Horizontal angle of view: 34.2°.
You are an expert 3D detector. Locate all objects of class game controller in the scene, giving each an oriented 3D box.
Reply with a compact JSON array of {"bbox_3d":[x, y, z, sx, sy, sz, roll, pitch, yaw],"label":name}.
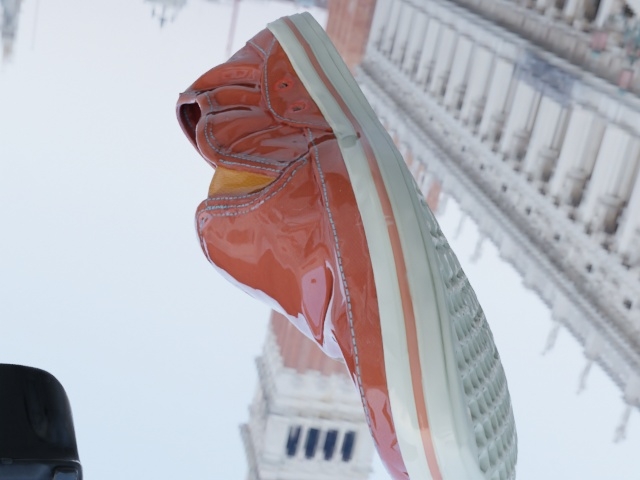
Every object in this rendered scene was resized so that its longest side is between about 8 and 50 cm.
[{"bbox_3d":[-0.348,0.166,0.843,0.319,0.067,0.166,9,-141,-34],"label":"game controller"}]

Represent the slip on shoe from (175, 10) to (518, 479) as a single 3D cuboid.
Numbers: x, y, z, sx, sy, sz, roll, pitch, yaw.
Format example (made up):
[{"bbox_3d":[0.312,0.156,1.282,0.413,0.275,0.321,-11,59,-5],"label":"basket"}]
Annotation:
[{"bbox_3d":[0.000,0.000,0.467,0.101,0.123,0.331,-28,-143,2],"label":"slip on shoe"}]
